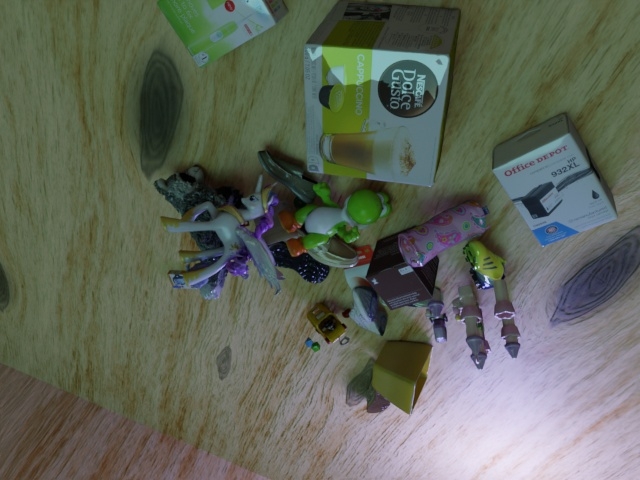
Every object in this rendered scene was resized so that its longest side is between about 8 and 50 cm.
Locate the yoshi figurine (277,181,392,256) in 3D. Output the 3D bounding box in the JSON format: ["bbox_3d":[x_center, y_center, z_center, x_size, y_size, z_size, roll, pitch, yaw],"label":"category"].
[{"bbox_3d":[0.051,-0.079,1.720,0.362,0.203,0.204,-19,121,4],"label":"yoshi figurine"}]

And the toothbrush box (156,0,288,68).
[{"bbox_3d":[-0.267,-0.639,1.472,0.283,0.122,0.206,-18,120,28],"label":"toothbrush box"}]

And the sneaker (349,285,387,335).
[{"bbox_3d":[0.161,0.270,2.034,0.129,0.111,0.297,5,143,26],"label":"sneaker"}]

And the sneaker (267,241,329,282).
[{"bbox_3d":[-0.092,0.060,2.000,0.283,0.124,0.107,28,98,-31],"label":"sneaker"}]

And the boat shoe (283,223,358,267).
[{"bbox_3d":[0.000,0.000,1.902,0.302,0.109,0.098,25,129,8],"label":"boat shoe"}]

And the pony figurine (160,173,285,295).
[{"bbox_3d":[-0.260,0.009,1.661,0.363,0.303,0.351,-20,98,-6],"label":"pony figurine"}]

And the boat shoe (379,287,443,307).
[{"bbox_3d":[0.334,0.204,1.980,0.232,0.079,0.084,0,85,7],"label":"boat shoe"}]

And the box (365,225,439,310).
[{"bbox_3d":[0.280,0.093,1.813,0.168,0.203,0.167,-22,117,33],"label":"box"}]

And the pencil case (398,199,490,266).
[{"bbox_3d":[0.377,-0.023,1.646,0.284,0.124,0.124,-25,125,-14],"label":"pencil case"}]

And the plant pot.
[{"bbox_3d":[0.321,0.530,2.161,0.187,0.212,0.212,17,132,22],"label":"plant pot"}]

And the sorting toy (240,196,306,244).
[{"bbox_3d":[-0.167,-0.056,1.851,0.274,0.046,0.132,-17,88,-7],"label":"sorting toy"}]

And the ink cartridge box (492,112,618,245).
[{"bbox_3d":[0.660,-0.165,1.522,0.223,0.129,0.307,-26,115,34],"label":"ink cartridge box"}]

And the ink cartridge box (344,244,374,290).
[{"bbox_3d":[0.154,0.111,1.978,0.145,0.045,0.179,-15,123,28],"label":"ink cartridge box"}]

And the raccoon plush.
[{"bbox_3d":[-0.452,-0.045,1.846,0.299,0.447,0.216,9,156,11],"label":"raccoon plush"}]

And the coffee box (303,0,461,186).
[{"bbox_3d":[0.164,-0.385,1.380,0.334,0.338,0.338,9,130,12],"label":"coffee box"}]

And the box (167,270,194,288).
[{"bbox_3d":[-0.579,0.168,2.289,0.136,0.028,0.081,2,128,20],"label":"box"}]

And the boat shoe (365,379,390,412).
[{"bbox_3d":[0.259,0.670,2.373,0.104,0.089,0.285,-1,135,-14],"label":"boat shoe"}]

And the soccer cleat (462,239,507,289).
[{"bbox_3d":[0.538,0.068,1.737,0.121,0.094,0.289,-23,145,10],"label":"soccer cleat"}]

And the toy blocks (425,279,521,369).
[{"bbox_3d":[0.510,0.321,1.812,0.308,0.260,0.288,-11,148,20],"label":"toy blocks"}]

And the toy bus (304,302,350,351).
[{"bbox_3d":[0.022,0.321,2.093,0.202,0.191,0.104,-20,118,31],"label":"toy bus"}]

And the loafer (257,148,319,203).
[{"bbox_3d":[-0.100,-0.227,1.777,0.251,0.094,0.087,37,106,-24],"label":"loafer"}]
